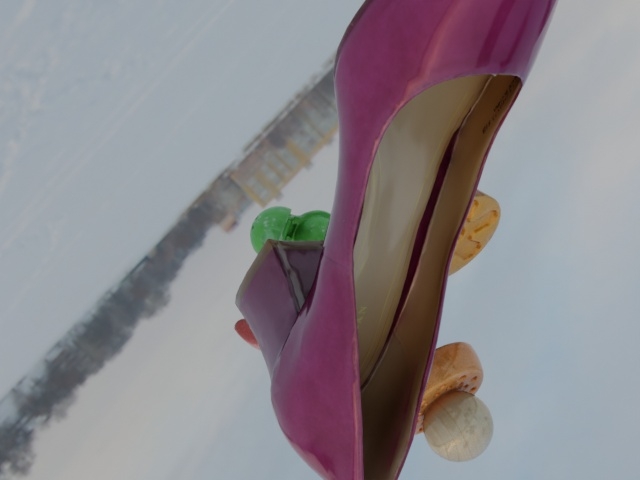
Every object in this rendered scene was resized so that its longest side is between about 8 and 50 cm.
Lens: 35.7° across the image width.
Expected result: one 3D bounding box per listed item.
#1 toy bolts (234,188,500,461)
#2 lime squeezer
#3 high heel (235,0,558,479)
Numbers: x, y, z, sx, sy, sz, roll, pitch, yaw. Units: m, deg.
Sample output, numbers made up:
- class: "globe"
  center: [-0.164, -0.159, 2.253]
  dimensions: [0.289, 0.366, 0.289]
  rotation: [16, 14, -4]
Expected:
- class: "toy bolts"
  center: [0.074, 0.079, 0.798]
  dimensions: [0.228, 0.158, 0.218]
  rotation: [1, 132, -44]
- class: "lime squeezer"
  center: [0.000, 0.000, 0.994]
  dimensions: [0.310, 0.109, 0.059]
  rotation: [3, 96, -60]
- class: "high heel"
  center: [0.072, -0.009, 0.580]
  dimensions: [0.127, 0.181, 0.377]
  rotation: [-7, 141, -35]
